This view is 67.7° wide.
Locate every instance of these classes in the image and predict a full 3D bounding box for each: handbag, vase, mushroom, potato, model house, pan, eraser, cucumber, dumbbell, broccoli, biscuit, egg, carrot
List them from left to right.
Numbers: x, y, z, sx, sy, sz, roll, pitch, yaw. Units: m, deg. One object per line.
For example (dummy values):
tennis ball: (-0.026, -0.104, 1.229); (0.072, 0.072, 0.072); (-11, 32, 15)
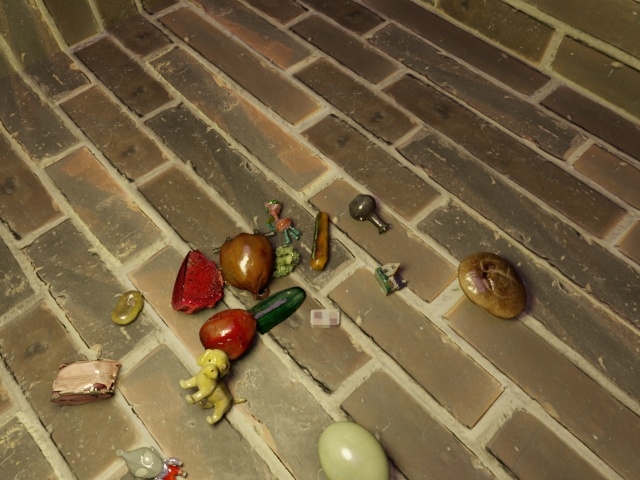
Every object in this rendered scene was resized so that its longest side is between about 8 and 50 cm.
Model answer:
handbag: (-0.766, 0.464, 1.567); (0.205, 0.179, 0.116); (-6, 65, -3)
potato: (-0.708, 0.249, 1.759); (0.092, 0.070, 0.137); (18, 61, 10)
biscuit: (-0.358, 0.122, 1.867); (0.120, 0.019, 0.130); (30, 63, 18)
dumbbell: (-0.304, 0.007, 1.904); (0.254, 0.081, 0.081); (-18, 59, -11)
pan: (-0.250, 0.186, 1.823); (0.115, 0.023, 0.068); (18, 61, 11)
cucumber: (-0.164, 0.240, 1.769); (0.244, 0.063, 0.115); (-34, 64, -21)
broccoli: (-0.132, 0.075, 1.796); (0.123, 0.204, 0.118); (-16, 91, -10)
carrot: (0.000, 0.000, 1.918); (0.070, 0.070, 0.260); (3, 55, 2)
eraser: (0.016, 0.287, 1.757); (0.105, 0.026, 0.065); (1, 55, 1)
egg: (0.101, 0.657, 1.426); (0.187, 0.186, 0.253); (-36, 61, -20)
vase: (0.205, -0.105, 1.961); (0.183, 0.120, 0.120); (45, 67, 9)
model house: (0.270, 0.141, 1.811); (0.100, 0.087, 0.100); (-22, 64, -11)
mushroom: (0.632, 0.159, 1.760); (0.278, 0.146, 0.278); (13, 52, -17)

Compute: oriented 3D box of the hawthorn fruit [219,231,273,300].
hawthorn fruit: (-0.262, 0.100, 1.771); (0.208, 0.208, 0.248); (-17, 74, -10)

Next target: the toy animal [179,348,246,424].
toy animal: (-0.351, 0.469, 1.536); (0.169, 0.233, 0.121); (-25, 26, -19)

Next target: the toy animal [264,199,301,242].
toy animal: (-0.167, -0.073, 1.960); (0.103, 0.100, 0.208); (-47, 65, 18)

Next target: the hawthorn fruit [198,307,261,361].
hawthorn fruit: (-0.302, 0.304, 1.647); (0.235, 0.181, 0.181); (-43, 67, -11)

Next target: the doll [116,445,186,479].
doll: (-0.527, 0.696, 1.477); (0.228, 0.075, 0.102); (25, 70, 2)

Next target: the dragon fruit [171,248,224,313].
dragon fruit: (-0.467, 0.168, 1.773); (0.189, 0.163, 0.261); (-20, 51, 22)
